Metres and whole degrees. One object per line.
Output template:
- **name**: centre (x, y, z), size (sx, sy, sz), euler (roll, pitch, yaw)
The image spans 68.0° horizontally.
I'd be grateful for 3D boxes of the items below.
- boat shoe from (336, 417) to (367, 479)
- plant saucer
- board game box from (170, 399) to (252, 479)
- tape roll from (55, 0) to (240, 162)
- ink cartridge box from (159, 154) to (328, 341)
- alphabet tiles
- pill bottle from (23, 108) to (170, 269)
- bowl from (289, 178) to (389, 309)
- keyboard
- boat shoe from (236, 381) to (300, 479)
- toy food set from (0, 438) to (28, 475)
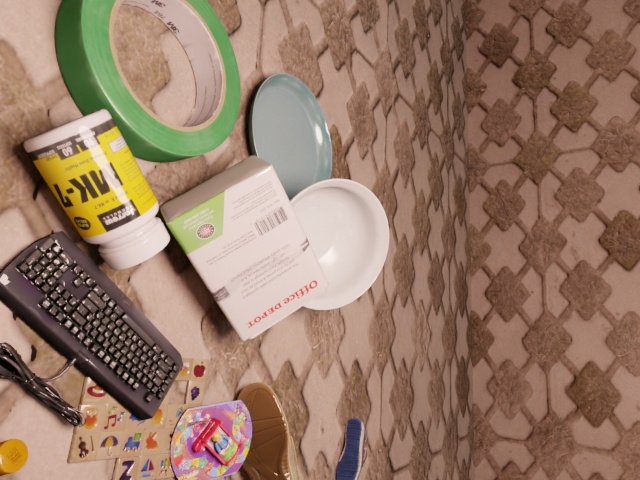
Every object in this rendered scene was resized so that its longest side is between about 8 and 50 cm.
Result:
- **boat shoe**: centre (0.095, 0.577, 1.266), size (0.066, 0.066, 0.183), euler (50, 47, -43)
- **plant saucer**: centre (-0.072, -0.235, 1.141), size (0.317, 0.043, 0.318), euler (12, 75, -55)
- **board game box**: centre (-0.183, 0.365, 0.851), size (0.168, 0.033, 0.133), euler (7, 81, -43)
- **tape roll**: centre (-0.273, -0.298, 0.811), size (0.321, 0.077, 0.321), euler (12, 76, -56)
- **ink cartridge box**: centre (-0.132, 0.015, 0.871), size (0.198, 0.115, 0.273), euler (-32, 119, -13)
- **alphabet tiles**: centre (-0.286, 0.288, 0.777), size (0.237, 0.009, 0.198), euler (26, 65, -52)
- **pill bottle**: centre (-0.310, -0.070, 0.684), size (0.119, 0.119, 0.209), euler (-51, 127, -47)
- **bowl**: centre (0.000, 0.000, 1.088), size (0.297, 0.134, 0.298), euler (-7, 104, -27)
- **keyboard**: centre (-0.337, 0.156, 0.683), size (0.317, 0.033, 0.202), euler (58, 41, -30)
- **boat shoe**: centre (-0.102, 0.434, 0.968), size (0.098, 0.109, 0.302), euler (129, -56, -86)
- **toy food set**: centre (-0.435, 0.307, 0.498), size (0.111, 0.104, 0.232), euler (68, 17, -2)
